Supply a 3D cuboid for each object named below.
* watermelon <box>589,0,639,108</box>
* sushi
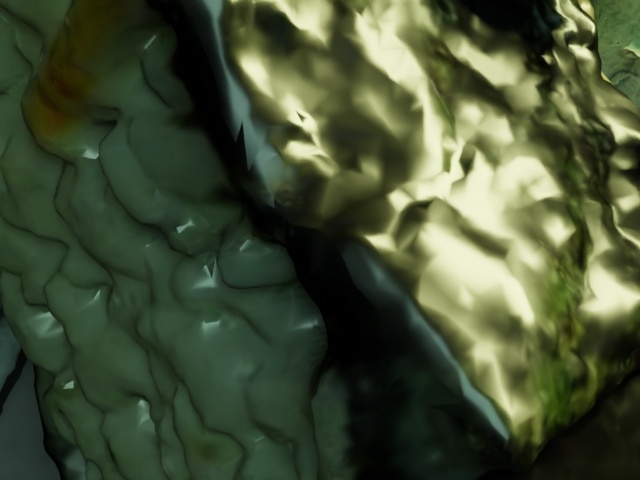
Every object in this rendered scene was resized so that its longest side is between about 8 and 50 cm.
[{"bbox_3d":[0.153,-0.036,0.500,0.188,0.175,0.321,-10,81,-12],"label":"watermelon"},{"bbox_3d":[0.000,0.000,0.451,0.171,0.211,0.350,-22,83,-39],"label":"sushi"}]
